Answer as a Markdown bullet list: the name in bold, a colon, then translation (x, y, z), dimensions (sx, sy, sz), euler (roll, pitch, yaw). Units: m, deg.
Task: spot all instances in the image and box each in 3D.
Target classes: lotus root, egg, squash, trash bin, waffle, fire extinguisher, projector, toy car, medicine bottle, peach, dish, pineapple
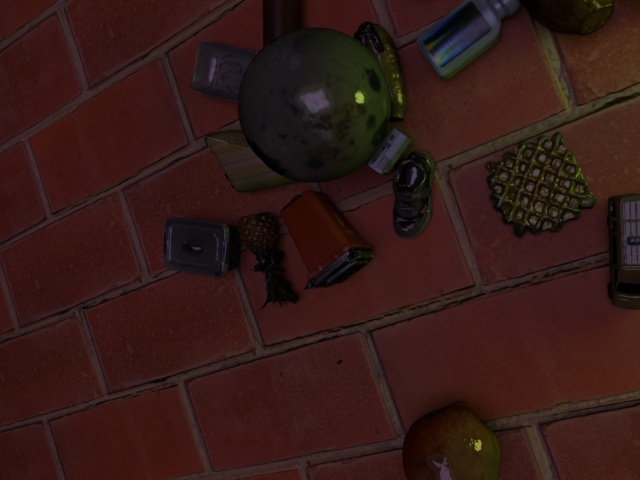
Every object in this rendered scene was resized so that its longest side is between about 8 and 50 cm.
- **lotus root**: translation (0.506, -0.571, 1.056), dimensions (0.193, 0.193, 0.290), euler (-29, 83, 21)
- **lotus root**: translation (0.151, -0.422, 1.257), dimensions (0.110, 0.097, 0.258), euler (-13, 97, 29)
- **egg**: translation (-0.010, -0.302, 1.133), dimensions (0.345, 0.428, 0.344), euler (-6, 106, -21)
- **squash**: translation (-0.143, -0.256, 1.372), dimensions (0.289, 0.111, 0.203), euler (-13, 123, 26)
- **trash bin**: translation (0.000, 0.000, 1.323), dimensions (0.184, 0.161, 0.238), euler (-40, 72, 19)
- **waffle**: translation (0.501, -0.121, 1.158), dimensions (0.204, 0.054, 0.223), euler (-26, 82, 22)
- **fire extinguisher**: translation (-0.117, -0.503, 1.361), dimensions (0.147, 0.107, 0.336), euler (7, 98, 52)
- **projector**: translation (0.176, -0.219, 1.229), dimensions (0.061, 0.147, 0.115), euler (39, 107, 6)
- **toy car**: translation (0.675, 0.026, 1.060), dimensions (0.101, 0.124, 0.256), euler (-2, 92, 23)
- **medicine bottle**: translation (0.352, -0.497, 1.172), dimensions (0.229, 0.083, 0.121), euler (-35, 79, 22)
- **peach**: translation (0.317, 0.509, 1.200), dimensions (0.233, 0.256, 0.232), euler (9, 139, 8)
- **dish**: translation (-0.263, -0.478, 1.425), dimensions (0.213, 0.077, 0.151), euler (19, 100, 23)
- **pineapple**: translation (-0.150, 0.060, 1.408), dimensions (0.119, 0.130, 0.277), euler (-16, 85, -7)

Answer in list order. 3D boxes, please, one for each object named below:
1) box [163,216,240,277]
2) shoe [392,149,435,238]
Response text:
- **box**: translation (-0.348, 0.016, 1.471), dimensions (0.227, 0.130, 0.162), euler (7, 97, 22)
- **shoe**: translation (0.227, -0.115, 1.232), dimensions (0.100, 0.125, 0.227), euler (9, 96, 18)
